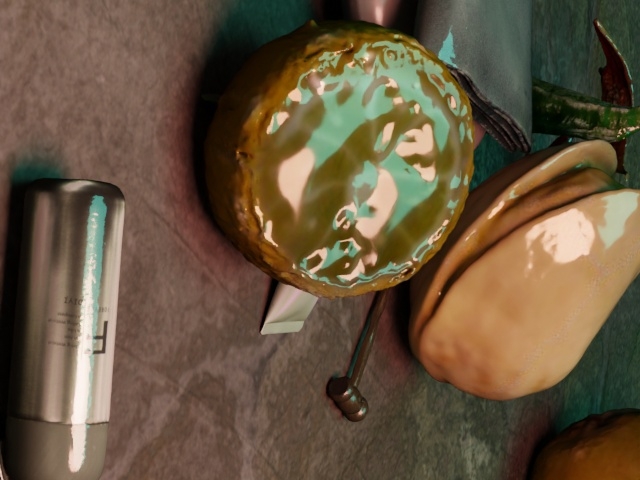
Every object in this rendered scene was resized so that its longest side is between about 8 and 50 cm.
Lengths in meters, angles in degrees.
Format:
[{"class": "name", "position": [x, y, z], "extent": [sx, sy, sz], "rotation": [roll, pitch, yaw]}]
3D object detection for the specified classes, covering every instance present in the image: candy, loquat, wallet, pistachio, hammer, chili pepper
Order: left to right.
[{"class": "candy", "position": [0.020, -0.073, 1.585], "extent": [0.259, 0.118, 0.260], "rotation": [-9, 109, -28]}, {"class": "hammer", "position": [0.068, 0.056, 1.890], "extent": [0.058, 0.029, 0.292], "rotation": [58, 43, -50]}, {"class": "wallet", "position": [0.173, -0.249, 1.793], "extent": [0.290, 0.054, 0.251], "rotation": [32, 62, -61]}, {"class": "pistachio", "position": [0.225, 0.031, 1.908], "extent": [0.321, 0.229, 0.238], "rotation": [-46, 150, 16]}, {"class": "chili pepper", "position": [0.286, -0.154, 2.040], "extent": [0.059, 0.226, 0.088], "rotation": [25, 77, -59]}, {"class": "loquat", "position": [0.386, 0.366, 2.281], "extent": [0.276, 0.276, 0.284], "rotation": [-1, 77, -61]}]

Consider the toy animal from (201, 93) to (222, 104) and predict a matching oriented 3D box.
[{"class": "toy animal", "position": [-0.039, -0.113, 1.652], "extent": [0.217, 0.041, 0.075], "rotation": [42, 67, -51]}]

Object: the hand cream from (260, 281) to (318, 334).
[{"class": "hand cream", "position": [0.000, 0.000, 1.698], "extent": [0.078, 0.050, 0.205], "rotation": [-2, 118, -62]}]

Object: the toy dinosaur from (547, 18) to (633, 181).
[{"class": "toy dinosaur", "position": [0.301, -0.101, 2.127], "extent": [0.112, 0.327, 0.207], "rotation": [11, 45, -23]}]

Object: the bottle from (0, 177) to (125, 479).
[{"class": "bottle", "position": [-0.205, 0.079, 1.350], "extent": [0.096, 0.079, 0.254], "rotation": [4, 90, -23]}]

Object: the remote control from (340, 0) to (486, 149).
[{"class": "remote control", "position": [0.108, -0.222, 1.836], "extent": [0.332, 0.103, 0.221], "rotation": [58, 39, -47]}]
